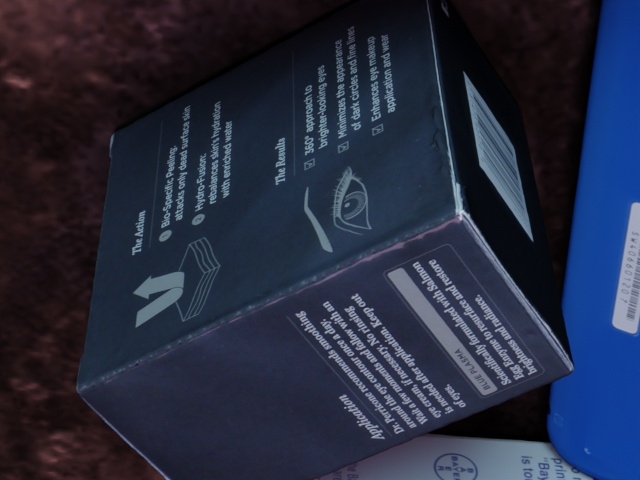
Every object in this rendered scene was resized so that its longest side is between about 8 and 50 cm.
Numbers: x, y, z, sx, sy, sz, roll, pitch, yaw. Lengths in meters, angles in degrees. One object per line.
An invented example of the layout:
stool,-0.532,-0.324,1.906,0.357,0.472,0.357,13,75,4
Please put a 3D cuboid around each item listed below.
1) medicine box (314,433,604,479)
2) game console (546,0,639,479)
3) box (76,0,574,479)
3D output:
medicine box,0.106,0.247,0.789,0.289,0.149,0.263,5,130,-4
game console,0.257,-0.005,0.661,0.250,0.173,0.293,20,134,23
box,0.000,0.000,0.577,0.158,0.156,0.093,-25,127,19
